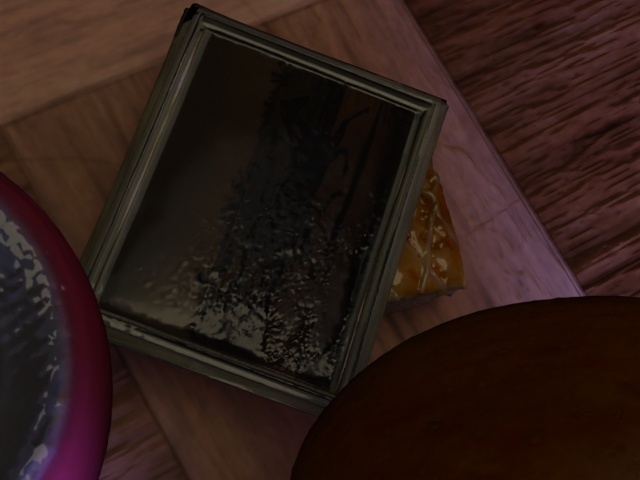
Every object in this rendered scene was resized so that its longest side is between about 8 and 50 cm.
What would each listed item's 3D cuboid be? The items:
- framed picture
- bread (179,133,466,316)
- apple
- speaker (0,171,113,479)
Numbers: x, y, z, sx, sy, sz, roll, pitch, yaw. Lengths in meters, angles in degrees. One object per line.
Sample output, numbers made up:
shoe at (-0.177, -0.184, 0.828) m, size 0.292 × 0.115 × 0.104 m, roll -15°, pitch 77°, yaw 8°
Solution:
framed picture at (-0.035, -0.025, 0.816) m, size 0.197 × 0.014 × 0.252 m, roll 20°, pitch 65°, yaw -4°
bread at (-0.001, 0.000, 0.861) m, size 0.188 × 0.068 × 0.125 m, roll -13°, pitch 75°, yaw -21°
apple at (0.135, 0.221, 0.661) m, size 0.333 × 0.400 × 0.400 m, roll 3°, pitch 64°, yaw 25°
speaker at (-0.262, 0.080, 0.642) m, size 0.294 × 0.294 × 0.294 m, roll 6°, pitch 69°, yaw -15°
